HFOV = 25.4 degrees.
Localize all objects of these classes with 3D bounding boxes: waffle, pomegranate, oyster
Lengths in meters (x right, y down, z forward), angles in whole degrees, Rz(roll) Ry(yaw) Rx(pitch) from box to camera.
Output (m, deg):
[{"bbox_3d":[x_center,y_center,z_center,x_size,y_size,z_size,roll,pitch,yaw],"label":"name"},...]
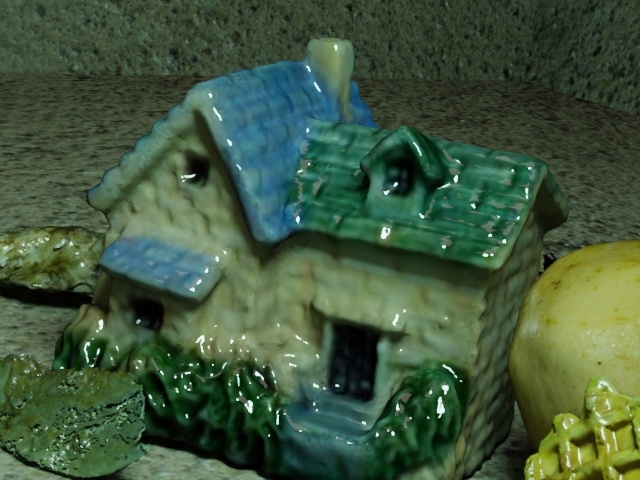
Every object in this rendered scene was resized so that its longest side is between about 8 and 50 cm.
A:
[{"bbox_3d":[0.235,0.231,1.115,0.059,0.243,0.238,31,2,-37],"label":"waffle"},{"bbox_3d":[0.316,0.135,1.370,0.307,0.307,0.307,8,16,-2],"label":"pomegranate"},{"bbox_3d":[-0.305,0.024,1.816,0.166,0.094,0.294,8,7,32],"label":"oyster"}]

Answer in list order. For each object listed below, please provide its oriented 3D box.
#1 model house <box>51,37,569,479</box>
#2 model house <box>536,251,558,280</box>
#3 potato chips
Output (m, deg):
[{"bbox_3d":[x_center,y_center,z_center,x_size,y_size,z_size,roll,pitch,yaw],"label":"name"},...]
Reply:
[{"bbox_3d":[0.000,0.000,1.492,0.446,0.399,0.395,16,15,24],"label":"model house"},{"bbox_3d":[0.282,0.109,1.800,0.164,0.141,0.203,21,26,-36],"label":"model house"},{"bbox_3d":[-0.238,0.162,1.357,0.142,0.026,0.209,-37,47,-17],"label":"potato chips"}]
